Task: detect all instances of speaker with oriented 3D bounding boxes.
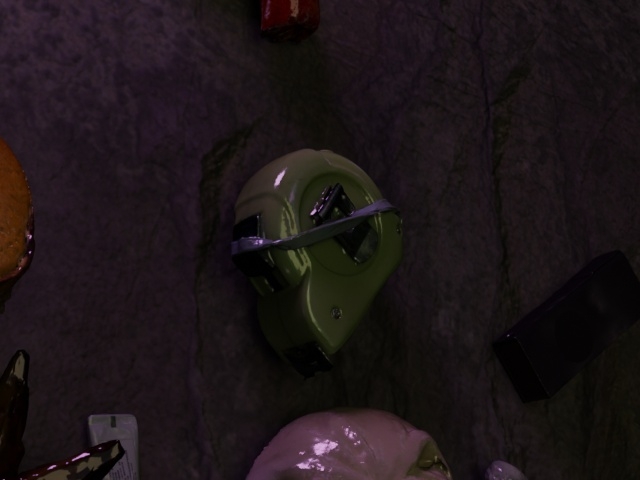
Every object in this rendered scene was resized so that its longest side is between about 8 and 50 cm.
[{"bbox_3d":[0.288,0.094,1.370,0.218,0.044,0.082,-31,95,-38],"label":"speaker"}]

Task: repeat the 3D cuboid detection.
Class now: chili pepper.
[{"bbox_3d":[-0.039,-0.268,1.237,0.073,0.070,0.123,-9,83,-20],"label":"chili pepper"}]

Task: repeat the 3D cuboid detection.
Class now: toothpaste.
[{"bbox_3d":[-0.165,0.242,1.010,0.048,0.029,0.197,4,71,-38],"label":"toothpaste"}]

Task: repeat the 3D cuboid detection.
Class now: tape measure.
[{"bbox_3d":[0.000,0.000,1.154,0.175,0.106,0.200,53,51,-14],"label":"tape measure"}]

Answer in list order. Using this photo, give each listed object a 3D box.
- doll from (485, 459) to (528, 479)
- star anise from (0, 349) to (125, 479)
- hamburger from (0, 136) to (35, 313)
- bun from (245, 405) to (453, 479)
[{"bbox_3d":[0.193,0.329,1.214,0.104,0.072,0.214,27,52,-40],"label":"doll"},{"bbox_3d":[-0.265,0.217,0.914,0.272,0.102,0.271,3,68,-7],"label":"star anise"},{"bbox_3d":[-0.304,-0.014,0.913,0.191,0.118,0.181,47,32,-19],"label":"hamburger"},{"bbox_3d":[0.044,0.253,1.092,0.231,0.133,0.231,13,68,-35],"label":"bun"}]
